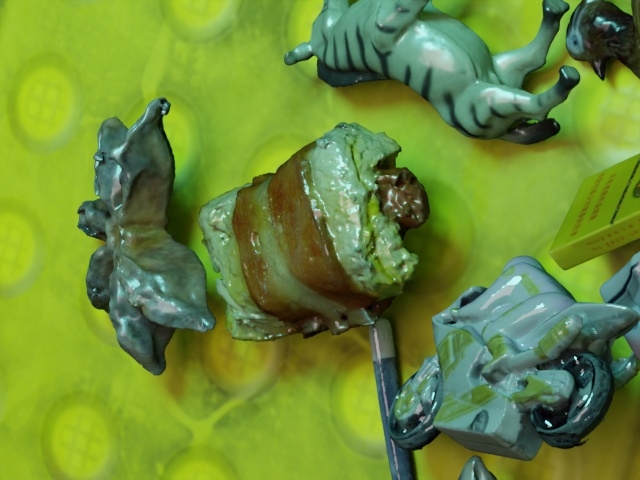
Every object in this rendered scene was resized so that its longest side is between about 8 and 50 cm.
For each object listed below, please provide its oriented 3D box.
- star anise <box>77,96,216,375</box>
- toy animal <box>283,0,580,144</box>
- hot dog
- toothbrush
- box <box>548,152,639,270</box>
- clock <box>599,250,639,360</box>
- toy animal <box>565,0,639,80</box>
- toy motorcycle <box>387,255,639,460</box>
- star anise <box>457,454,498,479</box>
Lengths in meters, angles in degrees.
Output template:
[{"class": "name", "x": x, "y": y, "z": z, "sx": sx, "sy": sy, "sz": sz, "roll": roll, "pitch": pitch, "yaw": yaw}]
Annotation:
[{"class": "star anise", "x": -0.151, "y": 0.004, "z": 1.488, "sx": 0.172, "sy": 0.063, "sz": 0.208, "roll": -23, "pitch": 77, "yaw": 58}, {"class": "toy animal", "x": 0.081, "y": -0.133, "z": 1.367, "sx": 0.217, "sy": 0.073, "sz": 0.176, "roll": 44, "pitch": 132, "yaw": 14}, {"class": "hot dog", "x": 0.000, "y": 0.000, "z": 1.400, "sx": 0.213, "sy": 0.103, "sz": 0.146, "roll": -21, "pitch": 76, "yaw": 49}, {"class": "toothbrush", "x": 0.064, "y": 0.199, "z": 1.395, "sx": 0.026, "sy": 0.024, "sz": 0.288, "roll": -16, "pitch": 80, "yaw": 45}, {"class": "box", "x": 0.225, "y": -0.037, "z": 1.253, "sx": 0.155, "sy": 0.087, "sz": 0.023, "roll": -27, "pitch": 109, "yaw": 42}, {"class": "clock", "x": 0.317, "y": 0.043, "z": 1.208, "sx": 0.253, "sy": 0.083, "sz": 0.186, "roll": -37, "pitch": 70, "yaw": 25}, {"class": "toy animal", "x": 0.237, "y": -0.189, "z": 1.274, "sx": 0.179, "sy": 0.089, "sz": 0.188, "roll": 5, "pitch": 96, "yaw": 47}, {"class": "toy motorcycle", "x": 0.134, "y": 0.075, "z": 1.299, "sx": 0.225, "sy": 0.073, "sz": 0.152, "roll": -11, "pitch": 49, "yaw": 56}, {"class": "star anise", "x": 0.108, "y": 0.285, "z": 1.312, "sx": 0.198, "sy": 0.110, "sz": 0.258, "roll": -22, "pitch": 92, "yaw": 4}]
